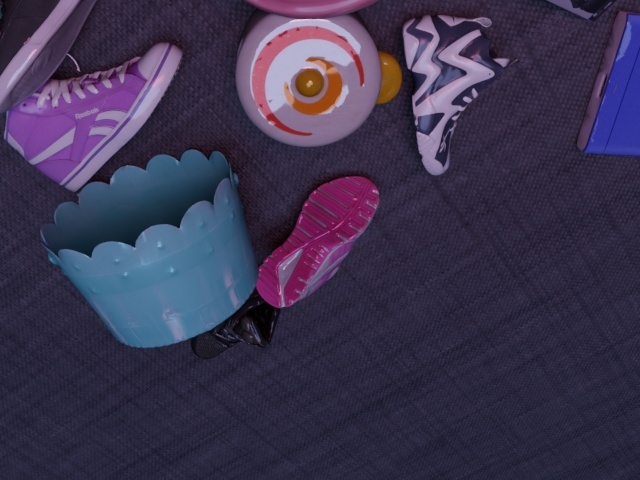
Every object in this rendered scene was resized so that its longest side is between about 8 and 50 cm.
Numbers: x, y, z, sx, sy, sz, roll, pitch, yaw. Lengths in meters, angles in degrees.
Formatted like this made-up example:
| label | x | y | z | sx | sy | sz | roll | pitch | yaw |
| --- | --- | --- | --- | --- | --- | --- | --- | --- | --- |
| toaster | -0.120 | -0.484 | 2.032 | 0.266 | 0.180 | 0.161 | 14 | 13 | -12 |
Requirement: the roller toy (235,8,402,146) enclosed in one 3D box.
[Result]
| label | x | y | z | sx | sy | sz | roll | pitch | yaw |
| --- | --- | --- | --- | --- | --- | --- | --- | --- | --- |
| roller toy | -0.016 | -0.228 | 0.838 | 0.191 | 0.146 | 0.209 | -41 | 116 | 20 |

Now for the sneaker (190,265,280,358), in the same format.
| label | x | y | z | sx | sy | sz | roll | pitch | yaw |
| --- | --- | --- | --- | --- | --- | --- | --- | --- | --- |
| sneaker | -0.151 | 0.151 | 1.071 | 0.228 | 0.130 | 0.087 | -39 | 115 | 20 |

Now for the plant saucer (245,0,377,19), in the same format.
| label | x | y | z | sx | sy | sz | roll | pitch | yaw |
| --- | --- | --- | --- | --- | --- | --- | --- | --- | --- |
| plant saucer | -0.013 | -0.420 | 0.678 | 0.333 | 0.084 | 0.331 | 2 | 98 | 12 |

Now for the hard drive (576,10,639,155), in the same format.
| label | x | y | z | sx | sy | sz | roll | pitch | yaw |
| --- | --- | --- | --- | --- | --- | --- | --- | --- | --- |
| hard drive | 0.578 | -0.226 | 0.945 | 0.319 | 0.040 | 0.210 | 2 | 121 | -5 |

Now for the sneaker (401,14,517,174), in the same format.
| label | x | y | z | sx | sy | sz | roll | pitch | yaw |
| --- | --- | --- | --- | --- | --- | --- | --- | --- | --- |
| sneaker | 0.207 | -0.211 | 0.894 | 0.153 | 0.094 | 0.234 | -8 | 112 | 11 |

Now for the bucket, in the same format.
| label | x | y | z | sx | sy | sz | roll | pitch | yaw |
| --- | --- | --- | --- | --- | --- | --- | --- | --- | --- |
| bucket | -0.231 | 0.008 | 0.900 | 0.281 | 0.281 | 0.183 | -15 | 120 | 5 |

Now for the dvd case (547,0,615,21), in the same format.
| label | x | y | z | sx | sy | sz | roll | pitch | yaw |
| --- | --- | --- | --- | --- | --- | --- | --- | --- | --- |
| dvd case | 0.333 | -0.372 | 0.759 | 0.239 | 0.029 | 0.179 | 4 | 146 | -35 |

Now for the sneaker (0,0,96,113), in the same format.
| label | x | y | z | sx | sy | sz | roll | pitch | yaw |
| --- | --- | --- | --- | --- | --- | --- | --- | --- | --- |
| sneaker | -0.369 | -0.308 | 0.759 | 0.147 | 0.104 | 0.295 | 30 | 88 | -14 |

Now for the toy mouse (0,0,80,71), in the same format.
| label | x | y | z | sx | sy | sz | roll | pitch | yaw |
| --- | --- | --- | --- | --- | --- | --- | --- | --- | --- |
| toy mouse | -0.404 | -0.286 | 0.841 | 0.143 | 0.031 | 0.161 | -22 | 120 | 9 |

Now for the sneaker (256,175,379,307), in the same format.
| label | x | y | z | sx | sy | sz | roll | pitch | yaw |
| --- | --- | --- | --- | --- | --- | --- | --- | --- | --- |
| sneaker | 0.000 | 0.000 | 1.014 | 0.103 | 0.111 | 0.252 | 44 | 93 | 13 |

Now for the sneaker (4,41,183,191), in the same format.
| label | x | y | z | sx | sy | sz | roll | pitch | yaw |
| --- | --- | --- | --- | --- | --- | --- | --- | --- | --- |
| sneaker | -0.327 | -0.199 | 0.854 | 0.282 | 0.102 | 0.161 | -40 | 119 | 18 |
